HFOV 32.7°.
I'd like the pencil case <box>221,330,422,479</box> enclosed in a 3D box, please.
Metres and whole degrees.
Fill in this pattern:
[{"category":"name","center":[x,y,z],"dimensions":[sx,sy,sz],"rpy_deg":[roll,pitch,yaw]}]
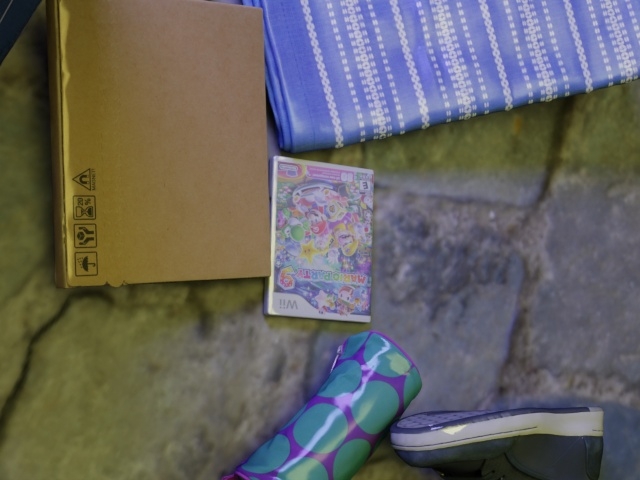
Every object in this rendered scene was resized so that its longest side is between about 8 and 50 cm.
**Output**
[{"category":"pencil case","center":[0.004,0.137,0.789],"dimensions":[0.070,0.064,0.152],"rpy_deg":[32,64,24]}]

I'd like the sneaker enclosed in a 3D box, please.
[{"category":"sneaker","center":[0.142,0.205,0.812],"dimensions":[0.226,0.086,0.164],"rpy_deg":[9,78,-41]}]

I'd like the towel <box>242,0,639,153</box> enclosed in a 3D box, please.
[{"category":"towel","center":[0.098,-0.216,0.867],"dimensions":[0.335,0.040,0.243],"rpy_deg":[-14,88,-13]}]

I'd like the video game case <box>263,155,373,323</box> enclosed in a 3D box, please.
[{"category":"video game case","center":[0.000,0.000,0.840],"dimensions":[0.087,0.011,0.122],"rpy_deg":[7,79,-25]}]

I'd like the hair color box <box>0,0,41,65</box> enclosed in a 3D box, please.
[{"category":"hair color box","center":[-0.186,-0.181,0.593],"dimensions":[0.105,0.347,0.174],"rpy_deg":[30,70,-19]}]

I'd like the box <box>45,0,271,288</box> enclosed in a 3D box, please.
[{"category":"box","center":[-0.108,-0.070,0.765],"dimensions":[0.164,0.021,0.201],"rpy_deg":[-2,89,-37]}]
